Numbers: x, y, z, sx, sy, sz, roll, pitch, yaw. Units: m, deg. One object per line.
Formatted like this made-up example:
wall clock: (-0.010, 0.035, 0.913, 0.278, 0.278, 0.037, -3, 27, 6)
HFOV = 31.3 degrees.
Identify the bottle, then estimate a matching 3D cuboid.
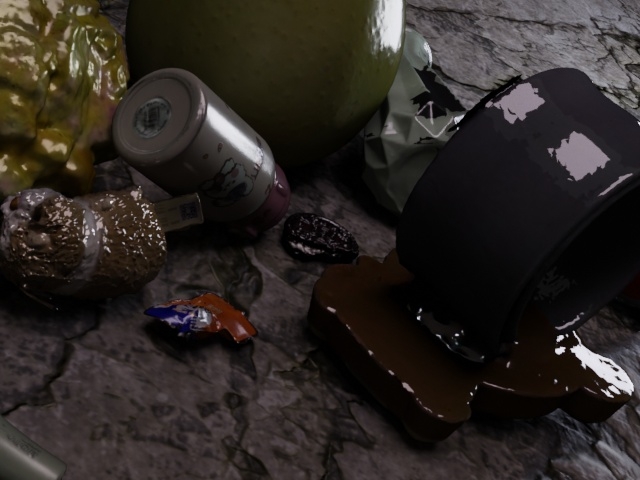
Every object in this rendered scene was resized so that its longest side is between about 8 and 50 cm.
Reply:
bottle: (-0.111, -0.079, 1.190, 0.110, 0.110, 0.233, 50, 4, 33)

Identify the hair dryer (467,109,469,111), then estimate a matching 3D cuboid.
hair dryer: (0.275, -0.157, 1.718, 0.195, 0.050, 0.173, 39, 31, 25)

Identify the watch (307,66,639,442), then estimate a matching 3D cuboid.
watch: (0.202, 0.004, 1.154, 0.335, 0.327, 0.314, -12, 48, -45)

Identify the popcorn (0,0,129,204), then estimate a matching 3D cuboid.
popcorn: (-0.306, -0.145, 1.124, 0.212, 0.259, 0.259, 8, 24, 24)

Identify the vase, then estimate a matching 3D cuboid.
vase: (0.120, -0.168, 1.521, 0.165, 0.165, 0.360, 17, 29, -15)

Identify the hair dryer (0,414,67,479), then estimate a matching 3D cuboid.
hair dryer: (-0.275, 0.121, 0.899, 0.219, 0.088, 0.225, 42, 19, 11)

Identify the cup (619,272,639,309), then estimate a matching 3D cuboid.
cup: (0.362, -0.034, 1.483, 0.288, 0.203, 0.203, 37, 33, 5)

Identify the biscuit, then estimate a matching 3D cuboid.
biscuit: (0.000, 0.000, 1.297, 0.089, 0.027, 0.087, 35, 32, 13)

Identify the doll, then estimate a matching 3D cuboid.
doll: (-0.207, 0.000, 1.071, 0.221, 0.105, 0.115, -12, 82, -54)

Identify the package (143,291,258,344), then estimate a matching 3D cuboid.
package: (-0.115, 0.077, 1.099, 0.077, 0.033, 0.111, 17, 10, 31)

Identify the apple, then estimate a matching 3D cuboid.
apple: (-0.059, -0.273, 1.379, 0.357, 0.357, 0.357, 19, 32, -12)
